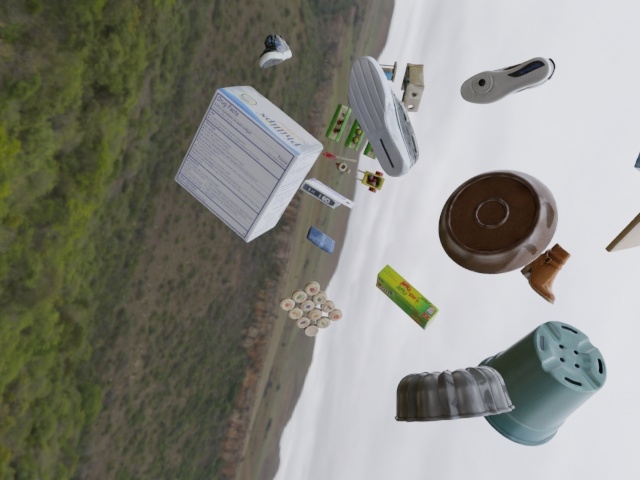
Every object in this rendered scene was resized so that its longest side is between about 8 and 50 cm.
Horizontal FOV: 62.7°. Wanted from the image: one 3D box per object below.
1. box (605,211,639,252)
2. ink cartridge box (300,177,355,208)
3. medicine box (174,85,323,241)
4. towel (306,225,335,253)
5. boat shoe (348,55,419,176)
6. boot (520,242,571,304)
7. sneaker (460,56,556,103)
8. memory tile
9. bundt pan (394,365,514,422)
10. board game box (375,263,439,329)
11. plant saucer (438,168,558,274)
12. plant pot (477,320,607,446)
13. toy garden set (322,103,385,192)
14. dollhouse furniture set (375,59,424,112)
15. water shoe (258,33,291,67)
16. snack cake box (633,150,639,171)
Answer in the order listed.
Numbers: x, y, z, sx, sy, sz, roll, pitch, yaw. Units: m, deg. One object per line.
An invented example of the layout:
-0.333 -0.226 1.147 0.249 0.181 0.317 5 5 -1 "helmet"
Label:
0.963 -0.045 1.555 0.021 0.164 0.201 62 -33 35 "box"
0.034 -0.173 2.067 0.045 0.208 0.206 -60 176 12 "ink cartridge box"
-0.186 -0.196 1.340 0.289 0.263 0.149 -54 171 30 "medicine box"
0.000 0.000 2.023 0.029 0.119 0.067 -40 -158 41 "towel"
0.176 -0.342 1.439 0.119 0.121 0.336 -38 115 -42 "boat shoe"
0.719 0.097 1.633 0.152 0.073 0.197 -44 -153 19 "boot"
0.465 -0.386 1.291 0.121 0.216 0.079 -20 100 -52 "sneaker"
-0.022 0.172 1.297 0.148 0.113 0.012 51 14 -33 "memory tile"
0.363 0.425 1.476 0.331 0.330 0.124 108 -24 -75 "bundt pan"
0.230 0.153 1.410 0.043 0.181 0.092 -42 160 -15 "board game box"
0.453 -0.063 1.378 0.050 0.310 0.311 40 54 -50 "plant saucer"
0.745 0.461 1.765 0.334 0.340 0.341 113 -10 -46 "plant pot"
0.129 -0.278 1.630 0.204 0.244 0.049 -67 -164 4 "toy garden set"
0.289 -0.585 1.994 0.129 0.183 0.130 96 -1 -56 "dollhouse furniture set"
-0.145 -0.556 1.532 0.080 0.072 0.203 65 18 -15 "water shoe"
0.875 -0.199 1.172 0.264 0.089 0.152 25 -83 51 "snack cake box"
